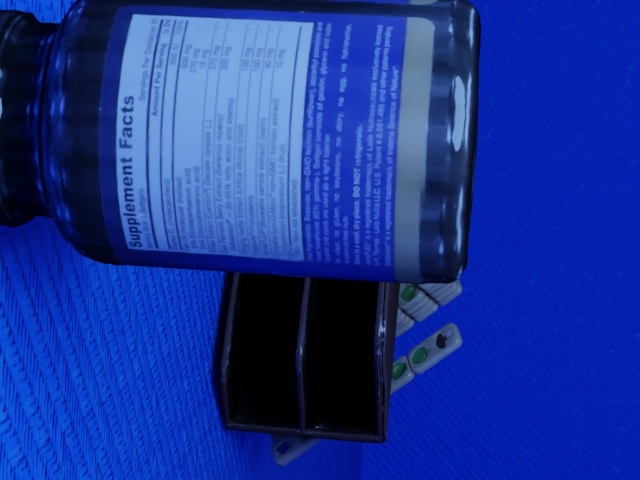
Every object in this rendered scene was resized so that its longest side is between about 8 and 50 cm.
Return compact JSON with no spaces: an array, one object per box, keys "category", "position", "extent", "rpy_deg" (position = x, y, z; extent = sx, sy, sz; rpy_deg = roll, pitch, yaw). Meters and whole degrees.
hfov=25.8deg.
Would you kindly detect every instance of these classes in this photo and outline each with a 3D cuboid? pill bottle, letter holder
[{"category":"pill bottle","position":[-0.044,-0.048,0.595],"extent":[0.123,0.219,0.123],"rpy_deg":[4,90,-83]},{"category":"letter holder","position":[0.000,0.000,1.274],"extent":[0.214,0.152,0.302],"rpy_deg":[89,7,-58]}]

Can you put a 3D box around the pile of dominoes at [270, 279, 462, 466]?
[{"category":"pile of dominoes","position":[0.026,0.086,1.417],"extent":[0.040,0.251,0.196],"rpy_deg":[39,23,-37]}]
